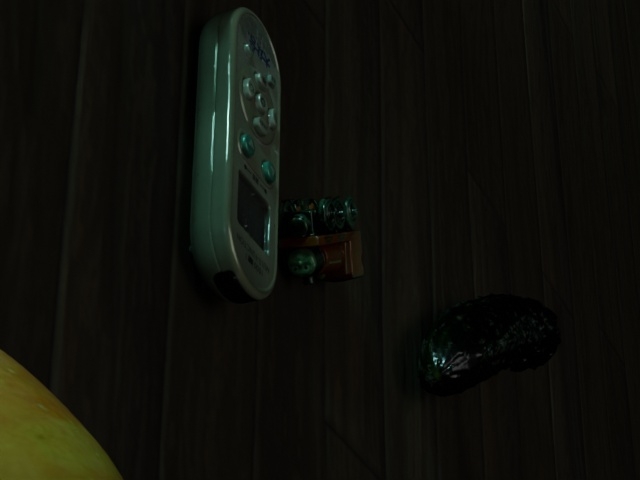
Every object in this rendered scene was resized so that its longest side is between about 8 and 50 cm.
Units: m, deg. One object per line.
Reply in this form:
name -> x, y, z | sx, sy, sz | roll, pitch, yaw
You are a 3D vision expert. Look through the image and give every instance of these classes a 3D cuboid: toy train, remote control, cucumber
toy train -> 0.000, 0.000, 1.340 | 0.103, 0.044, 0.064 | -7, 95, -70
remote control -> -0.057, -0.058, 1.218 | 0.078, 0.042, 0.221 | 52, 33, -51
cucumber -> 0.144, 0.088, 1.626 | 0.303, 0.072, 0.081 | 0, 79, -69

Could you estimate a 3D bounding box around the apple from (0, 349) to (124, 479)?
apple -> -0.169, 0.146, 0.545 | 0.241, 0.242, 0.242 | -12, 89, -50
